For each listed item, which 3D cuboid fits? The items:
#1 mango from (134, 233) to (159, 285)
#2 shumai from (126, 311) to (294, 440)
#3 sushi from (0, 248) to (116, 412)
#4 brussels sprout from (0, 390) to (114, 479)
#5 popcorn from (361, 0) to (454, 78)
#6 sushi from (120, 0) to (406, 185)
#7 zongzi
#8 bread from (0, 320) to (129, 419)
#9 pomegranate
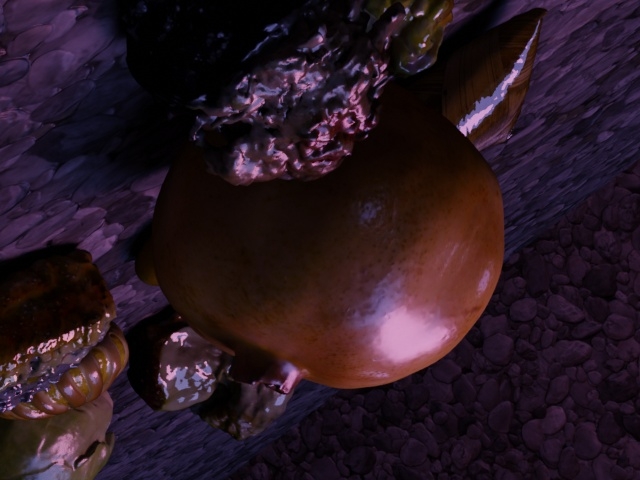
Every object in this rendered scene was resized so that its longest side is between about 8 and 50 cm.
[{"bbox_3d":[-0.197,0.017,1.956,0.163,0.089,0.111,-30,170,25],"label":"mango"},{"bbox_3d":[-0.198,0.178,2.416,0.263,0.304,0.309,16,143,-25],"label":"shumai"},{"bbox_3d":[-0.384,0.120,1.788,0.274,0.139,0.184,-23,163,-40],"label":"sushi"},{"bbox_3d":[-0.435,0.303,2.164,0.244,0.244,0.244,-30,166,-8],"label":"brussels sprout"},{"bbox_3d":[0.086,-0.252,1.595,0.126,0.126,0.145,-54,170,-48],"label":"popcorn"},{"bbox_3d":[-0.049,-0.167,1.361,0.225,0.219,0.238,-28,167,-33],"label":"sushi"},{"bbox_3d":[0.176,-0.191,1.943,0.286,0.134,0.288,-32,167,-23],"label":"zongzi"},{"bbox_3d":[-0.369,0.185,1.983,0.213,0.105,0.213,-16,-164,5],"label":"bread"},{"bbox_3d":[0.000,0.000,1.636,0.416,0.417,0.416,-30,166,-8],"label":"pomegranate"}]
